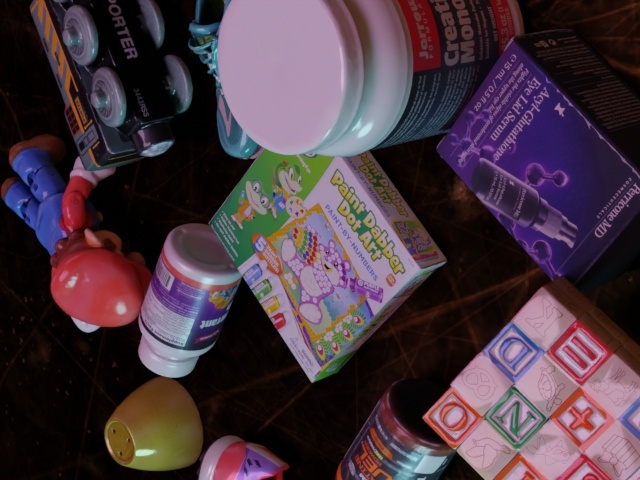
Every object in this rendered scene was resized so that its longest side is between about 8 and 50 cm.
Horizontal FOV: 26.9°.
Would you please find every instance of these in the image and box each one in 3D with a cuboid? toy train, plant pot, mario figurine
[{"bbox_3d":[-0.287,-0.248,1.736,0.190,0.142,0.334,-33,78,54],"label":"toy train"},{"bbox_3d":[-0.243,0.266,1.861,0.134,0.095,0.134,14,111,41],"label":"plant pot"},{"bbox_3d":[-0.323,-0.004,1.875,0.320,0.170,0.198,52,169,34],"label":"mario figurine"}]

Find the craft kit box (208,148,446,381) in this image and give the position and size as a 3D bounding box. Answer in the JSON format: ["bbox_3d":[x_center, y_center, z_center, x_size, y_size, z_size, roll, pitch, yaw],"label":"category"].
[{"bbox_3d":[0.000,0.000,1.578,0.250,0.061,0.246,55,130,18],"label":"craft kit box"}]

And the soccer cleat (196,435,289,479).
[{"bbox_3d":[-0.095,0.418,1.757,0.116,0.108,0.318,10,106,38],"label":"soccer cleat"}]

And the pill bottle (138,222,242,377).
[{"bbox_3d":[-0.173,0.083,1.731,0.108,0.108,0.193,44,129,27],"label":"pill bottle"}]

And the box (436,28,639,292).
[{"bbox_3d":[0.239,-0.077,1.280,0.207,0.108,0.153,50,130,23],"label":"box"}]

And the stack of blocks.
[{"bbox_3d":[0.262,0.197,1.202,0.297,0.087,0.171,44,109,13],"label":"stack of blocks"}]

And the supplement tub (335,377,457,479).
[{"bbox_3d":[0.083,0.257,1.532,0.106,0.106,0.198,46,130,25],"label":"supplement tub"}]

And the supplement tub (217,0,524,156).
[{"bbox_3d":[0.054,-0.187,1.312,0.191,0.272,0.191,15,112,41],"label":"supplement tub"}]

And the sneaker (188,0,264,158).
[{"bbox_3d":[-0.112,-0.230,1.580,0.107,0.110,0.275,9,108,43],"label":"sneaker"}]
